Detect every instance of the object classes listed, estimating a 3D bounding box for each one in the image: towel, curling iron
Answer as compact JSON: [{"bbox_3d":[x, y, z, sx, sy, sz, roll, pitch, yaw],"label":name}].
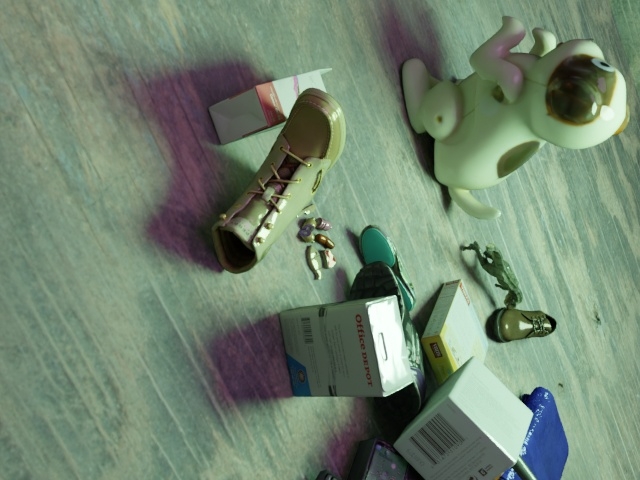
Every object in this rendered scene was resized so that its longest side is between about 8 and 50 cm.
[{"bbox_3d":[0.470,0.508,1.608,0.308,0.076,0.228,-44,121,-44],"label":"towel"},{"bbox_3d":[0.373,0.414,1.430,0.274,0.035,0.068,50,7,26],"label":"curling iron"}]

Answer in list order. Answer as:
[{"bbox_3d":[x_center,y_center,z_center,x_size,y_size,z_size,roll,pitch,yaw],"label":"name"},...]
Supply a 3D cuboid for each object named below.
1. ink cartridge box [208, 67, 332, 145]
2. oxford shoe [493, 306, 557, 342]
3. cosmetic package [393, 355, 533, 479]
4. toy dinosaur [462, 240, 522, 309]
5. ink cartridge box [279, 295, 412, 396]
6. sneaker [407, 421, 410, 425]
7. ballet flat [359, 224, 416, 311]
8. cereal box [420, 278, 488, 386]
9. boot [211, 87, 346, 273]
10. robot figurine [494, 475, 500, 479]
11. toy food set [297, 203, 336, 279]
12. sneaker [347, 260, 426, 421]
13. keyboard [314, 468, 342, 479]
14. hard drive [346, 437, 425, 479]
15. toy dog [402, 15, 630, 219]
[{"bbox_3d":[-0.066,-0.217,1.141,0.198,0.115,0.067,-29,102,-47],"label":"ink cartridge box"},{"bbox_3d":[0.485,0.194,1.673,0.227,0.096,0.083,-1,83,-46],"label":"oxford shoe"},{"bbox_3d":[0.251,0.329,1.237,0.151,0.151,0.183,45,28,9],"label":"cosmetic package"},{"bbox_3d":[0.385,0.052,1.582,0.064,0.118,0.268,-40,135,0],"label":"toy dinosaur"},{"bbox_3d":[0.036,0.167,1.109,0.082,0.190,0.140,-9,88,-48],"label":"ink cartridge box"},{"bbox_3d":[0.216,0.359,1.369,0.144,0.053,0.059,-10,87,-49],"label":"sneaker"},{"bbox_3d":[0.126,0.049,1.344,0.070,0.070,0.189,-39,112,-45],"label":"ballet flat"},{"bbox_3d":[0.275,0.206,1.434,0.173,0.047,0.240,66,28,-14],"label":"cereal box"},{"bbox_3d":[-0.065,-0.079,1.033,0.095,0.262,0.203,35,52,4],"label":"boot"},{"bbox_3d":[0.274,0.533,1.368,0.211,0.085,0.291,42,53,-33],"label":"robot figurine"},{"bbox_3d":[0.000,0.000,1.236,0.078,0.019,0.122,-32,105,-47],"label":"toy food set"},{"bbox_3d":[0.128,0.176,1.300,0.124,0.107,0.284,-12,92,-66],"label":"sneaker"},{"bbox_3d":[0.002,0.453,1.085,0.108,0.023,0.180,37,58,1],"label":"keyboard"},{"bbox_3d":[0.176,0.518,1.205,0.338,0.064,0.237,33,56,-16],"label":"hard drive"},{"bbox_3d":[0.408,-0.266,1.456,0.284,0.407,0.396,18,68,-44],"label":"toy dog"}]
